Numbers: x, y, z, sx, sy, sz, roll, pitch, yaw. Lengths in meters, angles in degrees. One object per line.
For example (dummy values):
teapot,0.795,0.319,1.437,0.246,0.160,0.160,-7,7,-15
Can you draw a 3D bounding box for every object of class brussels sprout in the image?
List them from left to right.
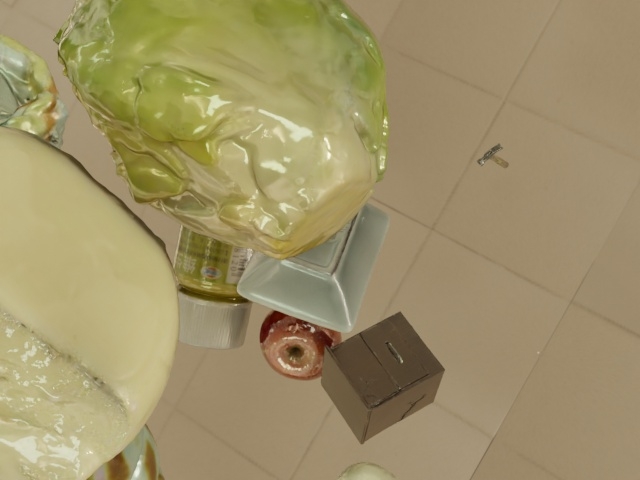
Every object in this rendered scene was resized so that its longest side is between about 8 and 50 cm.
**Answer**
brussels sprout,-0.087,-0.128,0.736,0.344,0.344,0.268,44,136,17

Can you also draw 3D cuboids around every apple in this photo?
apple,-0.046,0.230,1.809,0.201,0.162,0.201,6,117,12

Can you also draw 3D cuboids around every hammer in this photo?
hammer,0.410,-0.188,1.757,0.062,0.182,0.017,-45,70,18

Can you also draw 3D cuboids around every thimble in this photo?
thimble,-0.526,-0.182,1.122,0.288,0.167,0.254,6,56,-22

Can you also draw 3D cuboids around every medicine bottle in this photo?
medicine bottle,-0.242,0.053,1.846,0.224,0.224,0.384,13,97,17

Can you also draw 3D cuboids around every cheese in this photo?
cheese,-0.225,0.041,0.547,0.127,0.233,0.266,-36,109,30

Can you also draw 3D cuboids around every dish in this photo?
dish,0.000,0.000,1.142,0.182,0.080,0.243,19,51,4

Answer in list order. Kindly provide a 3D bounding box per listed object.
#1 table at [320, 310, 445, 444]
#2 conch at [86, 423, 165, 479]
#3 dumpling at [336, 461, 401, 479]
table,0.128,0.284,1.608,0.193,0.172,0.169,-24,57,-21
conch,-0.323,0.260,1.015,0.197,0.368,0.249,10,56,17
dumpling,0.094,0.392,1.086,0.167,0.216,0.126,13,72,24
